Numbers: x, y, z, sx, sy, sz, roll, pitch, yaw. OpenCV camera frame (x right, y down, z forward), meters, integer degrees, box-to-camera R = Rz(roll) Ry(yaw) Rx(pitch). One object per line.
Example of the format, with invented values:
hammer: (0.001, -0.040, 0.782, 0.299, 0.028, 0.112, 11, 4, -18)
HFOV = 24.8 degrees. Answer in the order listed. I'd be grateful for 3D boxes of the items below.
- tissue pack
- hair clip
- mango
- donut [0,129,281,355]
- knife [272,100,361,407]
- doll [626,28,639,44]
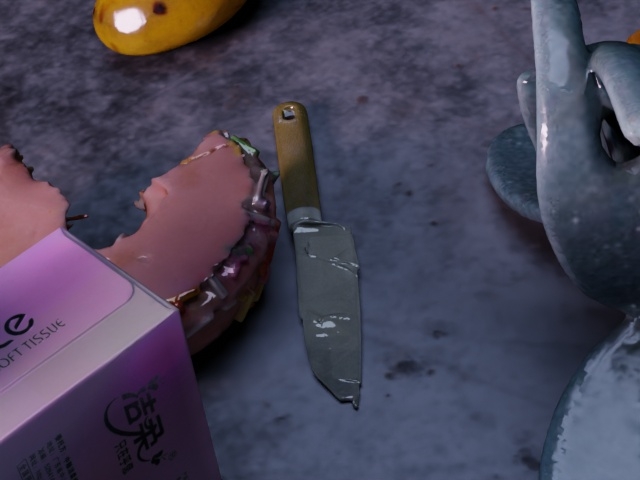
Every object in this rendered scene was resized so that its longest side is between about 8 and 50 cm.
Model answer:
tissue pack: (-0.127, 0.134, 0.711, 0.148, 0.246, 0.092, -36, 50, -27)
hair clip: (0.265, -0.031, 0.830, 0.319, 0.238, 0.392, -3, 43, 3)
mango: (-0.108, -0.219, 1.191, 0.115, 0.090, 0.178, 7, 48, 30)
donut: (-0.140, 0.016, 0.953, 0.233, 0.085, 0.199, -1, 43, 8)
knife: (0.000, -0.002, 0.997, 0.047, 0.017, 0.297, -4, 43, -4)
doll: (0.334, -0.225, 1.018, 0.162, 0.269, 0.167, -17, 39, -33)
